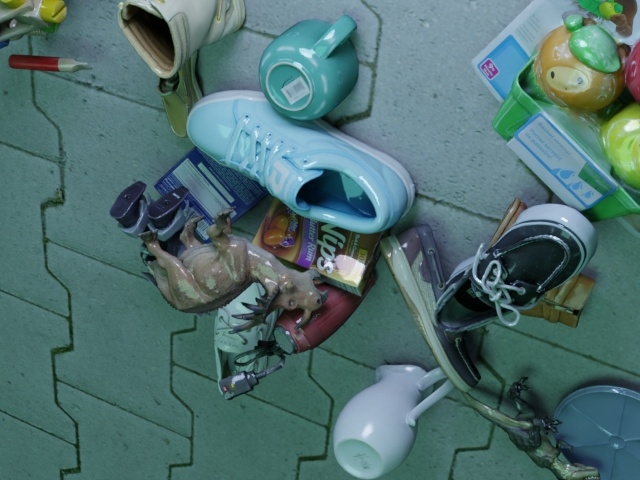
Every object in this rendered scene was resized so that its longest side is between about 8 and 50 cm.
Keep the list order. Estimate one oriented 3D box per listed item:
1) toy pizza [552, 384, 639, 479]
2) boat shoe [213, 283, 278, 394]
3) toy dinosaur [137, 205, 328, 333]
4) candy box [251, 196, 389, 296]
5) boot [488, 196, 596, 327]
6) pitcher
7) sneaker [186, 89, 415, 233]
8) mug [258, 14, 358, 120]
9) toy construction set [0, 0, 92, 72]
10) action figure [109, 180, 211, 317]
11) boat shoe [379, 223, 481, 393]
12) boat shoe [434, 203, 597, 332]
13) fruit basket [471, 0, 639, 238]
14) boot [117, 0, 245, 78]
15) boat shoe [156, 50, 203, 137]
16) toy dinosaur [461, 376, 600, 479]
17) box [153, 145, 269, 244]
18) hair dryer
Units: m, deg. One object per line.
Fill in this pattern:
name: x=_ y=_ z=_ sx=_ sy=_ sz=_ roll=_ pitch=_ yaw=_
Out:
toy pizza: x=0.455 y=0.297 z=1.653 sx=0.201 sy=0.032 sz=0.201 roll=15 pitch=127 yaw=21
boat shoe: x=-0.138 y=0.160 z=1.872 sx=0.098 sy=0.096 sz=0.277 roll=17 pitch=127 yaw=20
toy dinosaur: x=-0.158 y=0.060 z=1.631 sx=0.296 sy=0.127 sz=0.200 roll=-13 pitch=95 yaw=29
candy box: x=0.000 y=0.000 z=1.674 sx=0.187 sy=0.109 sz=0.053 roll=21 pitch=166 yaw=16
boot: x=0.316 y=0.034 z=1.539 sx=0.152 sy=0.073 sz=0.197 roll=22 pitch=141 yaw=18
pitcher: x=0.121 y=0.275 z=1.722 sx=0.178 sy=0.207 sz=0.125 roll=-24 pitch=106 yaw=38
sneaker: x=-0.043 y=-0.116 z=1.578 sx=0.366 sy=0.150 sz=0.135 roll=20 pitch=113 yaw=10
mug: x=-0.022 y=-0.247 z=1.534 sx=0.129 sy=0.097 sz=0.158 roll=18 pitch=128 yaw=20
toy construction set: x=-0.398 y=-0.375 z=1.620 sx=0.237 sy=0.257 sz=0.309 roll=7 pitch=144 yaw=13
action figure: x=-0.249 y=0.023 z=1.826 sx=0.185 sy=0.099 sz=0.285 roll=21 pitch=149 yaw=25
boat shoe: x=0.186 y=0.103 z=1.644 sx=0.092 sy=0.103 sz=0.285 roll=-27 pitch=107 yaw=6
boat shoe: x=0.247 y=0.050 z=1.452 sx=0.113 sy=0.105 sz=0.306 roll=46 pitch=148 yaw=-8
fruit basket: x=0.371 y=-0.173 z=1.275 sx=0.327 sy=0.165 sz=0.353 roll=45 pitch=152 yaw=-3
boot: x=-0.209 y=-0.374 z=1.491 sx=0.095 sy=0.203 sz=0.262 roll=0 pitch=121 yaw=30
boat shoe: x=-0.228 y=-0.238 z=1.680 sx=0.068 sy=0.072 sz=0.190 roll=13 pitch=126 yaw=23
toy dinosaur: x=0.317 y=0.283 z=1.674 sx=0.268 sy=0.064 sz=0.118 roll=38 pitch=144 yaw=22
box: x=-0.161 y=-0.099 z=1.756 sx=0.136 sy=0.036 sz=0.225 roll=49 pitch=133 yaw=-6
hair dryer: x=-0.041 y=0.130 z=1.733 sx=0.293 sy=0.223 sz=0.080 roll=-33 pitch=98 yaw=11
